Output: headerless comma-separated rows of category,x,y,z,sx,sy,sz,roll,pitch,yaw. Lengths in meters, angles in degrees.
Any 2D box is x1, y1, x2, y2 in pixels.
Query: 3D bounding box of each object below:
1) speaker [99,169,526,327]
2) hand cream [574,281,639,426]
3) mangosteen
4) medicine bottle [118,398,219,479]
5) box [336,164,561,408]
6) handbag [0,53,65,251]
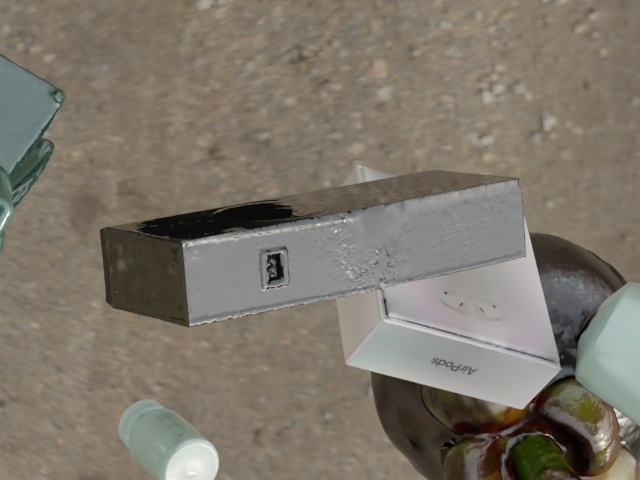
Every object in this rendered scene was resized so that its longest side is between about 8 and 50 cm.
speaker,0.000,0.000,0.870,0.218,0.082,0.044,-10,102,-35
hand cream,0.295,0.123,0.970,0.321,0.067,0.109,29,91,15
mangosteen,0.183,0.134,1.458,0.233,0.287,0.287,-24,100,-18
medicine bottle,-0.111,0.150,1.219,0.047,0.083,0.047,-12,115,-28
box,0.075,0.028,1.056,0.130,0.051,0.129,16,44,-24
handbag,-0.283,-0.004,0.747,0.238,0.089,0.326,32,49,-2
